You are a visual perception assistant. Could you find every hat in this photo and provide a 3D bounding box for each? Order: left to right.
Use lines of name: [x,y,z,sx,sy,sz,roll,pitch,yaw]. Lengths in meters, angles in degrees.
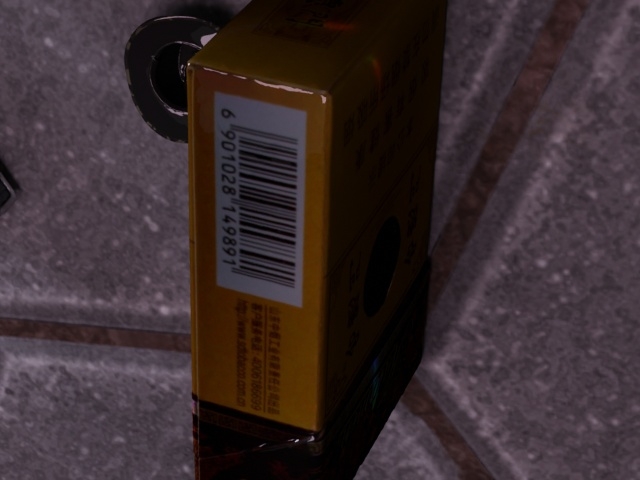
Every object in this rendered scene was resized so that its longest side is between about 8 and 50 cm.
hat: [-0.110,-0.141,1.405,0.121,0.050,0.121,10,121,17]

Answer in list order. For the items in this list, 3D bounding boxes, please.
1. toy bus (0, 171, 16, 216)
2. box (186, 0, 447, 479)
toy bus: [-0.392,-0.119,1.530,0.106,0.092,0.268,-14,116,41]
box: [-0.001,0.000,1.317,0.115,0.264,0.415,13,124,16]
